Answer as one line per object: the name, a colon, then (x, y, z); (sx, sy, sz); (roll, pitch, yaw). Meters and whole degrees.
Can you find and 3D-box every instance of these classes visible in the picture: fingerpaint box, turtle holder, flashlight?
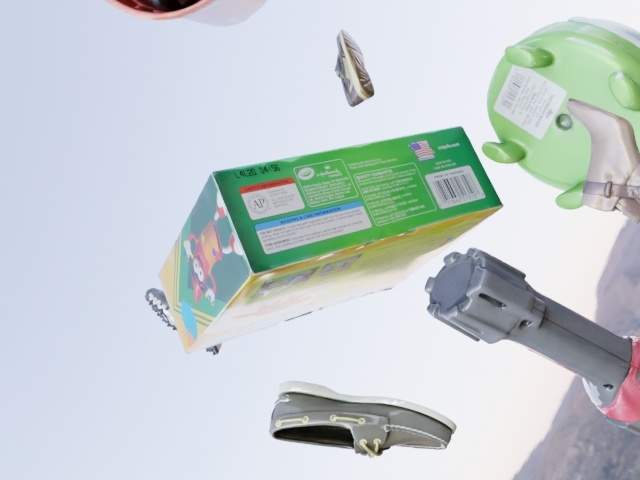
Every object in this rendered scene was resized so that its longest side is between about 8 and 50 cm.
fingerpaint box: (0.000, 0.000, 1.118); (0.445, 0.163, 0.371); (-15, -17, -29)
turtle holder: (0.411, -0.195, 0.972); (0.227, 0.320, 0.243); (-36, -55, -36)
flashlight: (0.244, 0.104, 0.699); (0.103, 0.304, 0.103); (-54, 20, 26)

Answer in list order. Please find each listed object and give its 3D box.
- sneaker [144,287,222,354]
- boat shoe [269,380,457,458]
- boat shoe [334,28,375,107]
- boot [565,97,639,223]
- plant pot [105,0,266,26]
sneaker: (-0.274, 0.151, 1.481); (0.106, 0.234, 0.078); (-47, -32, -26)
boat shoe: (0.064, 0.305, 1.120); (0.109, 0.305, 0.091); (74, -152, -50)
boat shoe: (0.046, -0.289, 1.151); (0.049, 0.152, 0.056); (-33, -38, 29)
boot: (0.268, -0.072, 0.644); (0.042, 0.118, 0.087); (-7, -56, -60)
plant pot: (-0.192, -0.454, 1.054); (0.265, 0.272, 0.272); (-34, -35, -76)
